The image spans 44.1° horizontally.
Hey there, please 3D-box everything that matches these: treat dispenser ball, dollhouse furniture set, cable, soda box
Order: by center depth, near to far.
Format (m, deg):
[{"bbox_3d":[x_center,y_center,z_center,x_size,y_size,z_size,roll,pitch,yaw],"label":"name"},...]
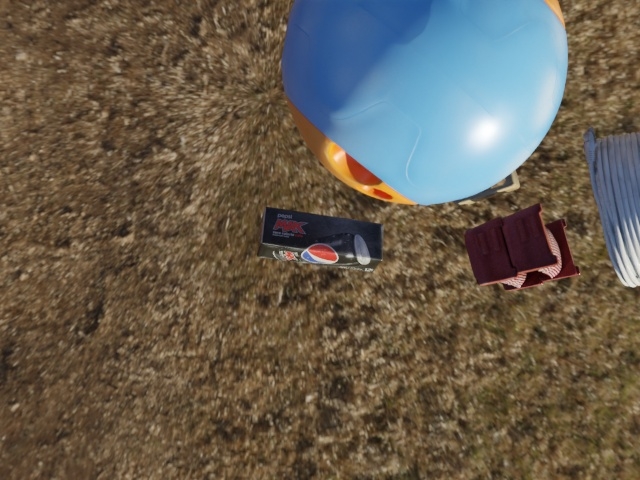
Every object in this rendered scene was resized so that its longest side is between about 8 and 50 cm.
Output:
[{"bbox_3d":[0.103,-0.180,0.811,0.288,0.288,0.288,-1,100,-4],"label":"treat dispenser ball"},{"bbox_3d":[0.000,0.000,1.091,0.169,0.053,0.060,8,67,-9],"label":"soda box"},{"bbox_3d":[0.515,-0.053,1.308,0.089,0.257,0.257,-14,73,24],"label":"cable"},{"bbox_3d":[0.351,-0.097,1.513,0.152,0.201,0.374,-20,76,26],"label":"dollhouse furniture set"}]
